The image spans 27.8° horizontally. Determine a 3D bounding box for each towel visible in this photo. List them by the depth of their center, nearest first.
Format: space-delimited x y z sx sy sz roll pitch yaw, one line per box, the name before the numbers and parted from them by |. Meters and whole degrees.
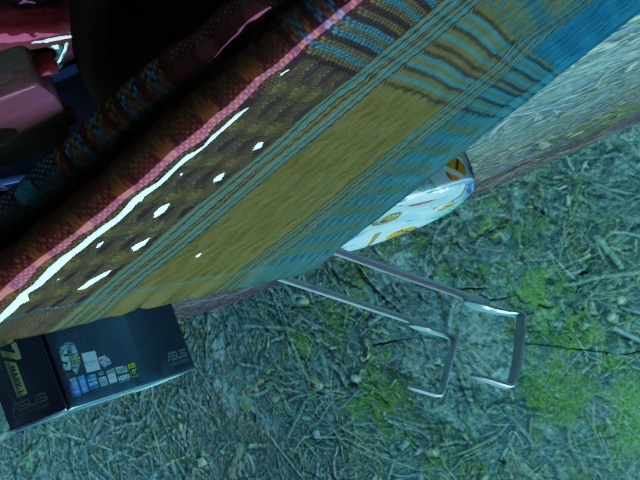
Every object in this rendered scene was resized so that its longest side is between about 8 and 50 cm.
towel | 0.033 -0.066 0.488 0.271 0.040 0.370 -39 172 13

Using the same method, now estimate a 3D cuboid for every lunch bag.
lunch bag | 0.026 -0.054 1.413 0.303 0.115 0.243 -21 173 6

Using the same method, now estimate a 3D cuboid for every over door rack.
over door rack | 0.000 0.000 1.003 0.108 0.324 0.239 -60 -178 -11

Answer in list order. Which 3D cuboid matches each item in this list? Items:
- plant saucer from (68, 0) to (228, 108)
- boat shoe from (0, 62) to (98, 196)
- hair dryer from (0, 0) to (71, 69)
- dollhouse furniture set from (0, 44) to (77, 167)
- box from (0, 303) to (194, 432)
plant saucer | 0.028 -0.138 0.434 0.278 0.041 0.278 -35 165 -11
boat shoe | -0.196 -0.032 0.786 0.258 0.089 0.109 -23 175 24
hair dryer | -0.109 -0.090 0.570 0.293 0.080 0.223 -25 173 23
dollhouse furniture set | -0.151 -0.061 0.390 0.129 0.129 0.184 -21 174 -7
box | -0.201 0.045 1.061 0.059 0.183 0.232 -23 174 18
